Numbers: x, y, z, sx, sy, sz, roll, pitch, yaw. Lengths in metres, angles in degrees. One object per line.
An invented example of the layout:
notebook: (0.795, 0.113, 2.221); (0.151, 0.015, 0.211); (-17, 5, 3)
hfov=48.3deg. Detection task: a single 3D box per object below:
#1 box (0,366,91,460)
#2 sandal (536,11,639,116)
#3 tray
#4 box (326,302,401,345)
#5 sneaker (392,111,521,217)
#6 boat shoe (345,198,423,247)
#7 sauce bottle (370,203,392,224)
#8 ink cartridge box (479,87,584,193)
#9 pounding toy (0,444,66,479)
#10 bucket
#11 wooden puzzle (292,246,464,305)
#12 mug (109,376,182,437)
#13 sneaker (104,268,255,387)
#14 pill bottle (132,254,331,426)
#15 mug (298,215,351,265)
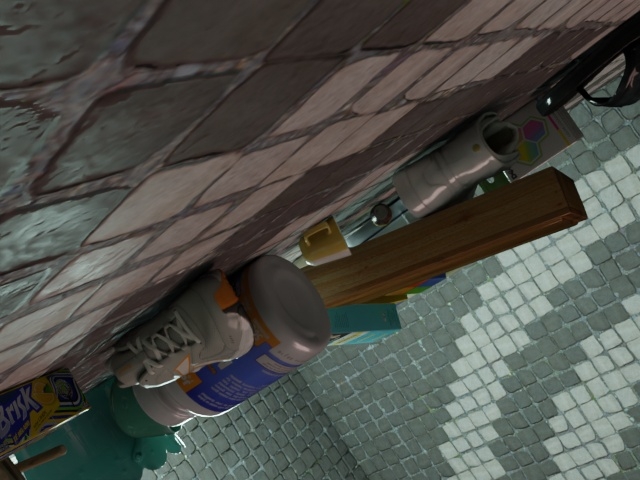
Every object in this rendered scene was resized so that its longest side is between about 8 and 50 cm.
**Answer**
box: (-0.303, 0.179, 0.703); (0.059, 0.054, 0.169); (-34, 176, 12)
sandal: (0.509, -0.293, 1.077); (0.168, 0.107, 0.446); (-30, 174, -40)
tray: (0.185, 0.009, 1.095); (0.411, 0.076, 0.203); (-24, 169, 24)
box: (0.043, 0.172, 1.450); (0.244, 0.060, 0.101); (2, 156, -39)
sneaker: (0.233, -0.111, 1.075); (0.169, 0.108, 0.292); (-32, 175, 24)
boat shoe: (0.218, -0.028, 1.529); (0.367, 0.156, 0.136); (-37, 177, 25)
sauce bottle: (0.112, -0.049, 1.327); (0.042, 0.042, 0.128); (-34, 173, 4)
ink cartridge box: (0.373, -0.178, 1.345); (0.209, 0.109, 0.062); (-35, 175, 18)
pounding toy: (-0.386, 0.258, 0.793); (0.181, 0.094, 0.206); (-37, -173, -22)
bucket: (-0.409, 0.380, 1.309); (0.281, 0.183, 0.281); (-33, 176, -2)
wooden puzzle: (0.089, 0.094, 1.459); (0.348, 0.080, 0.322); (3, 156, -30)
mug: (-0.294, 0.264, 1.216); (0.098, 0.129, 0.158); (-9, -174, 4)
sneaker: (-0.167, 0.119, 0.801); (0.121, 0.099, 0.262); (-25, 171, -35)
pill bottle: (-0.132, 0.150, 0.992); (0.272, 0.152, 0.152); (-36, 175, 22)
mug: (0.000, 0.000, 1.028); (0.064, 0.078, 0.062); (-25, -150, 4)
